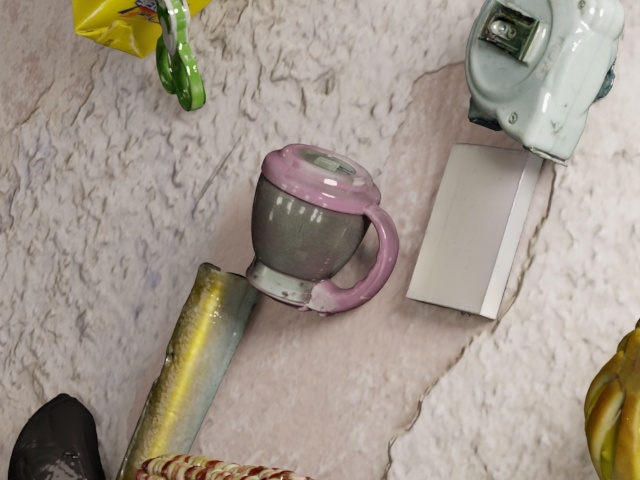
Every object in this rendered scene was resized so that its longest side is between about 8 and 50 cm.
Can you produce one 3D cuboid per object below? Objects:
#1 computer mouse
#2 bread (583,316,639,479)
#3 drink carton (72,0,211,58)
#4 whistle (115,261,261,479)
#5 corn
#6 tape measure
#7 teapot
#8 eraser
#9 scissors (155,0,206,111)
[{"bbox_3d":[-0.282,0.253,2.054,0.122,0.073,0.217,-45,46,28],"label":"computer mouse"},{"bbox_3d":[0.279,0.106,1.398,0.213,0.104,0.213,-41,26,25],"label":"bread"},{"bbox_3d":[-0.133,-0.357,2.118,0.351,0.111,0.155,-34,50,36],"label":"drink carton"},{"bbox_3d":[-0.149,0.179,1.938,0.068,0.057,0.326,25,95,30],"label":"whistle"},{"bbox_3d":[-0.079,0.248,1.807,0.280,0.092,0.092,4,77,55],"label":"corn"},{"bbox_3d":[0.224,-0.237,1.659,0.164,0.084,0.330,30,99,47],"label":"tape measure"},{"bbox_3d":[-0.001,-0.003,1.827,0.116,0.148,0.146,-71,1,-72],"label":"teapot"},{"bbox_3d":[0.134,-0.010,1.712,0.104,0.023,0.150,12,83,52],"label":"eraser"},{"bbox_3d":[-0.156,-0.239,2.071,0.101,0.027,0.204,44,145,48],"label":"scissors"}]
